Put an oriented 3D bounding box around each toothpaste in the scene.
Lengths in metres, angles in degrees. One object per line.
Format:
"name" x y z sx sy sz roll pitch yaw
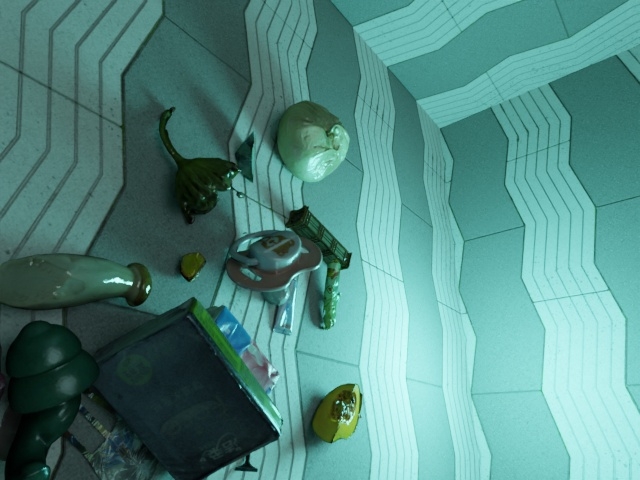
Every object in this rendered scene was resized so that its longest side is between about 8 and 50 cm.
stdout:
"toothpaste" -0.118 0.215 1.612 0.089 0.057 0.234 27 61 -43

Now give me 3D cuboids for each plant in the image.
"plant" -0.414 -0.213 1.386 0.333 0.180 0.251 36 47 5

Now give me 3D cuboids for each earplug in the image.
"earplug" -0.536 0.297 0.863 0.257 0.164 0.280 -41 120 -77

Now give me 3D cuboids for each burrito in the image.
"burrito" 0.051 0.219 1.809 0.104 0.054 0.288 42 50 -59

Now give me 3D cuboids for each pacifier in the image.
"pacifier" -0.147 0.084 1.479 0.332 0.220 0.273 -30 100 -41

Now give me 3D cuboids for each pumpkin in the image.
"pumpkin" 0.062 0.652 1.634 0.278 0.111 0.163 -54 135 -51

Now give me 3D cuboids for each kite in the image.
"kite" -0.484 0.458 1.027 0.310 0.015 0.169 54 40 -27

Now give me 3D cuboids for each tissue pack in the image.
"tissue pack" -0.309 0.363 1.075 0.394 0.288 0.124 60 6 -18
"tissue pack" -0.271 0.319 1.225 0.269 0.209 0.137 56 29 -20

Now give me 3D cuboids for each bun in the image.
"bun" -0.019 -0.422 1.880 0.361 0.213 0.361 24 59 -48

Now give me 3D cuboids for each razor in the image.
"razor" -0.210 0.580 1.345 0.066 0.033 0.190 7 59 -8

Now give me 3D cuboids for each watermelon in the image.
"watermelon" -0.257 -0.298 1.632 0.094 0.081 0.180 25 71 -66

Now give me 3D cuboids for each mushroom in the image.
"mushroom" -0.542 0.093 1.026 0.350 0.128 0.128 13 65 -56

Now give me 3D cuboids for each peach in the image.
"peach" -0.371 0.081 1.318 0.077 0.050 0.083 -2 66 -30

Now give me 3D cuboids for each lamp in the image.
"lamp" 0.000 0.000 1.830 0.325 0.089 0.090 46 44 -32

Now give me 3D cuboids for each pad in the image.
"pad" -0.589 0.359 0.940 0.113 0.006 0.187 39 47 -38

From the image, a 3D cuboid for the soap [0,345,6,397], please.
"soap" -0.670 0.312 0.745 0.220 0.127 0.324 19 61 -48
